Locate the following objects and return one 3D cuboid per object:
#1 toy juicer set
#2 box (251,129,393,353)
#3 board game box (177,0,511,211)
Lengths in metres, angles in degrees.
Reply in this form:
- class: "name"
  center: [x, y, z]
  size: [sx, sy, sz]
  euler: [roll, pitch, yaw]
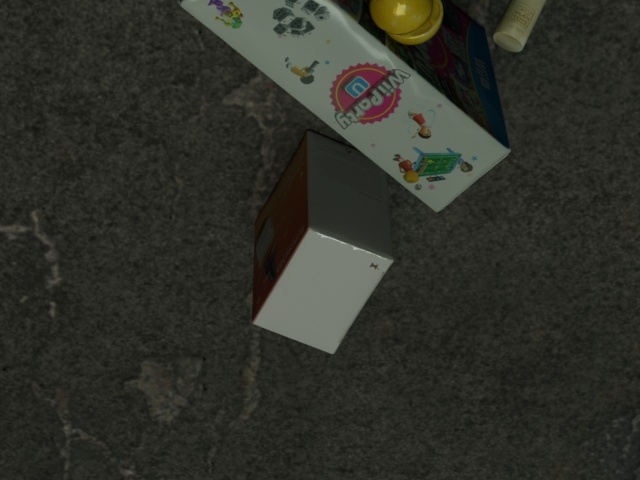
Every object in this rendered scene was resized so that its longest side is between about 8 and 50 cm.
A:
- class: "toy juicer set"
  center: [0.124, -0.257, 1.501]
  size: [0.329, 0.209, 0.089]
  euler: [15, 171, -37]
- class: "box"
  center: [0.000, 0.000, 1.761]
  size: [0.091, 0.170, 0.130]
  euler: [22, 122, -16]
- class: "board game box"
  center: [0.020, -0.194, 1.588]
  size: [0.303, 0.224, 0.097]
  euler: [37, 116, -25]
